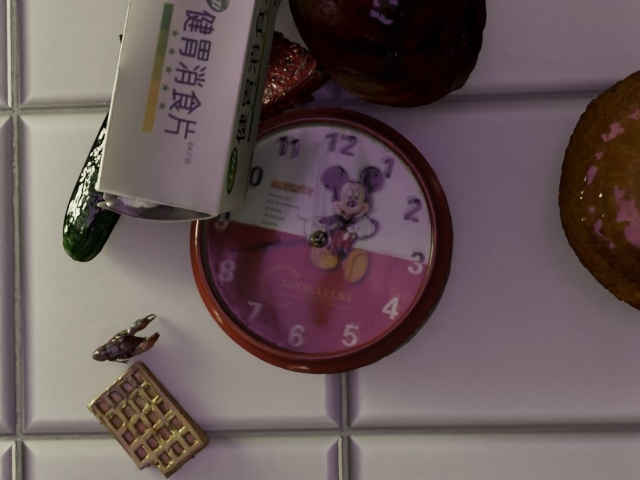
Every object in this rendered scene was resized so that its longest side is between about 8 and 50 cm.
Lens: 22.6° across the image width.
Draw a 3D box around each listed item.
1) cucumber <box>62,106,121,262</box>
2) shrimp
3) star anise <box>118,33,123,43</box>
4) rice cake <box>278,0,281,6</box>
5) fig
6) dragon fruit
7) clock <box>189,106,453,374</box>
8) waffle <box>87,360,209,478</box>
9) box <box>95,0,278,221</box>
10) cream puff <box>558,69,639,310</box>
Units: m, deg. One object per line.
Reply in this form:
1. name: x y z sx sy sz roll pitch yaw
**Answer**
1. cucumber: -0.249 -0.086 1.933 0.074 0.074 0.241 28 92 5
2. shrimp: -0.231 0.126 1.943 0.092 0.029 0.038 -35 85 -2
3. star anise: -0.158 -0.239 1.928 0.157 0.053 0.212 31 116 10
4. rice cake: -0.185 -0.325 1.955 0.290 0.051 0.081 16 122 5
5. fig: 0.072 -0.276 1.849 0.224 0.224 0.263 -38 79 2
6. dragon fruit: -0.048 -0.180 1.943 0.097 0.063 0.131 43 100 34
7. clock: 0.000 0.000 1.908 0.318 0.080 0.318 -1 85 10
8. waffle: -0.209 0.222 1.941 0.092 0.021 0.135 -40 84 0
9. box: -0.142 -0.190 1.794 0.145 0.173 0.333 11 96 8
10. cream puff: 0.411 -0.054 1.818 0.303 0.212 0.303 0 80 -1
